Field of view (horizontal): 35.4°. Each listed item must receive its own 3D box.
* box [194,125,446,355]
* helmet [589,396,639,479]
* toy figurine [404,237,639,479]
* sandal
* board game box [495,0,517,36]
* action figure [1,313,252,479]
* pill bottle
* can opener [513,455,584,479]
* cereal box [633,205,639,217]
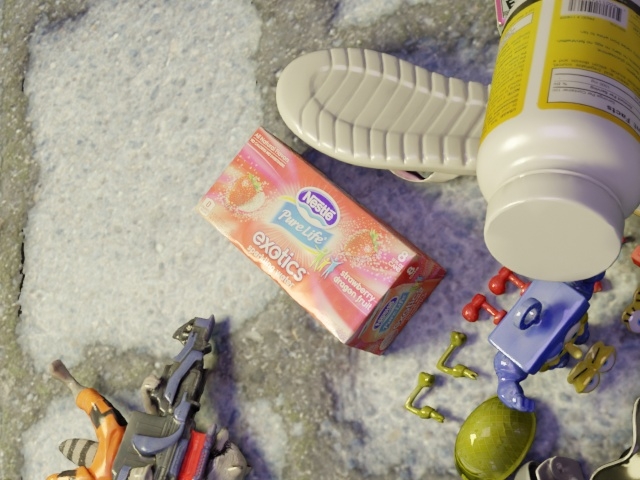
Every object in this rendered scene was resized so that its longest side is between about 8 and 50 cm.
[{"bbox_3d":[0.000,0.000,1.350,0.300,0.142,0.154,41,95,25],"label":"box"},{"bbox_3d":[0.395,0.260,1.113,0.169,0.169,0.161,47,114,25],"label":"helmet"},{"bbox_3d":[0.228,0.110,1.183,0.191,0.217,0.362,42,94,26],"label":"toy figurine"},{"bbox_3d":[0.137,-0.145,1.345,0.416,0.102,0.169,14,67,12],"label":"sandal"},{"bbox_3d":[0.331,-0.411,1.306,0.224,0.097,0.303,-11,65,21],"label":"board game box"},{"bbox_3d":[-0.245,0.271,1.420,0.330,0.178,0.341,13,56,18],"label":"action figure"},{"bbox_3d":[0.279,-0.127,1.135,0.187,0.188,0.334,0,51,23],"label":"pill bottle"},{"bbox_3d":[0.307,0.396,1.183,0.095,0.076,0.283,-36,63,47],"label":"can opener"},{"bbox_3d":[0.447,-0.138,1.242,0.173,0.047,0.240,29,90,26],"label":"cereal box"}]
